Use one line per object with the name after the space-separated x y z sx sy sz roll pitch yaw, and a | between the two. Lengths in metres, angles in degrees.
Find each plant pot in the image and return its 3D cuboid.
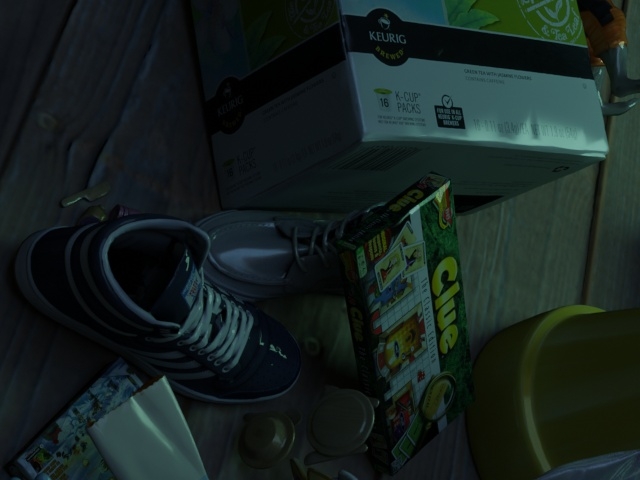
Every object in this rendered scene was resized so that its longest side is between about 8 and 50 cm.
0.315 0.170 1.483 0.254 0.239 0.254 17 61 -33 | plant pot

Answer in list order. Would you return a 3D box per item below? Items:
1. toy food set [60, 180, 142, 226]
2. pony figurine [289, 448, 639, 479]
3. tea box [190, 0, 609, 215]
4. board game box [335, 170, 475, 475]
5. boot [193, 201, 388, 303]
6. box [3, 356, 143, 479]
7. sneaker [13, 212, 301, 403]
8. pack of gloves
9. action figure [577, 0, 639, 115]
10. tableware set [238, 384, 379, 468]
-0.174 0.007 1.299 0.078 0.019 0.122 -29 90 -43 | toy food set
0.138 0.332 1.246 0.351 0.302 0.363 -2 52 -13 | pony figurine
0.070 -0.206 1.454 0.329 0.220 0.323 0 74 -40 | tea box
0.083 0.079 1.366 0.136 0.030 0.259 -39 133 -36 | board game box
0.000 0.000 1.376 0.258 0.123 0.095 -1 71 -40 | boot
-0.180 0.173 1.213 0.094 0.027 0.137 52 48 -9 | box
-0.101 0.062 1.232 0.282 0.153 0.099 27 67 -30 | sneaker
-0.160 0.253 1.170 0.195 0.046 0.232 -33 109 -33 | pack of gloves
0.258 -0.290 1.679 0.330 0.178 0.341 57 11 4 | action figure
-0.021 0.201 1.267 0.020 0.141 0.168 51 40 -48 | tableware set
